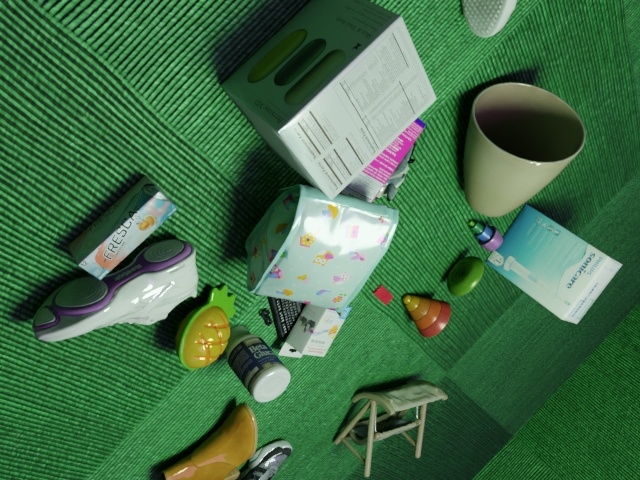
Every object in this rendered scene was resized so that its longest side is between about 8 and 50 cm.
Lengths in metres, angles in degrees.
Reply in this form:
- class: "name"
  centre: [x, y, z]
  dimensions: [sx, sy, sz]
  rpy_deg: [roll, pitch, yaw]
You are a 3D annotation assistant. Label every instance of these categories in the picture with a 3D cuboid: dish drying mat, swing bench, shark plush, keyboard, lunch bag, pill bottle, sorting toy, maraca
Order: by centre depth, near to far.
- class: "lunch bag"
  centre: [0.000, 0.000, 1.255]
  dimensions: [0.224, 0.160, 0.262]
  rpy_deg: [14, 134, -24]
- class: "maraca"
  centre: [-0.232, 0.180, 1.331]
  dimensions: [0.185, 0.099, 0.127]
  rpy_deg: [-62, 151, -23]
- class: "pill bottle"
  centre: [-0.148, 0.264, 1.411]
  dimensions: [0.094, 0.169, 0.094]
  rpy_deg: [-24, 135, -26]
- class: "shark plush"
  centre: [0.161, -0.154, 1.434]
  dimensions: [0.161, 0.073, 0.067]
  rpy_deg: [-45, 110, 4]
- class: "keyboard"
  centre: [-0.088, 0.163, 1.497]
  dimensions: [0.108, 0.023, 0.180]
  rpy_deg: [-29, 136, -20]
- class: "dish drying mat"
  centre: [0.168, 0.145, 1.717]
  dimensions: [0.032, 0.008, 0.083]
  rpy_deg: [-46, 141, 0]
- class: "sorting toy"
  centre: [0.351, 0.091, 1.788]
  dimensions: [0.126, 0.127, 0.365]
  rpy_deg: [35, 94, -20]
- class: "swing bench"
  centre: [0.214, 0.545, 1.971]
  dimensions: [0.253, 0.165, 0.254]
  rpy_deg: [0, 116, -41]

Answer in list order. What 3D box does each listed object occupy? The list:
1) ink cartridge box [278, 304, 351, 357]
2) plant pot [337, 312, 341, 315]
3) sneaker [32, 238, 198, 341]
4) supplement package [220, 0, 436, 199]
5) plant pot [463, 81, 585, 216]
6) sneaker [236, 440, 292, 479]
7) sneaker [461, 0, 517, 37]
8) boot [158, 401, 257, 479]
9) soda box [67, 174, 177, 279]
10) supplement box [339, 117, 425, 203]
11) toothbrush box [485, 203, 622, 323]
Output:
- class: "ink cartridge box"
  centre: [-0.012, 0.218, 1.552]
  dimensions: [0.104, 0.062, 0.181]
  rpy_deg: [22, 99, -55]
- class: "plant pot"
  centre: [0.079, 0.058, 1.462]
  dimensions: [0.236, 0.032, 0.236]
  rpy_deg: [22, 90, -85]
- class: "sneaker"
  centre: [-0.351, 0.117, 1.155]
  dimensions: [0.305, 0.114, 0.152]
  rpy_deg: [-26, 134, -24]
- class: "supplement package"
  centre: [0.017, -0.255, 1.107]
  dimensions: [0.263, 0.199, 0.198]
  rpy_deg: [-44, 140, -3]
- class: "plant pot"
  centre: [0.446, -0.186, 1.534]
  dimensions: [0.257, 0.256, 0.274]
  rpy_deg: [-26, 151, -24]
- class: "sneaker"
  centre: [-0.162, 0.676, 1.748]
  dimensions: [0.269, 0.153, 0.101]
  rpy_deg: [-36, 139, -13]
- class: "sneaker"
  centre: [0.378, -0.571, 1.218]
  dimensions: [0.150, 0.135, 0.365]
  rpy_deg: [-16, 132, -27]
- class: "boot"
  centre: [-0.279, 0.530, 1.567]
  dimensions: [0.211, 0.104, 0.295]
  rpy_deg: [-8, 131, -37]
- class: "soda box"
  centre: [-0.336, -0.022, 1.095]
  dimensions: [0.183, 0.063, 0.058]
  rpy_deg: [-44, 141, -4]
- class: "supplement box"
  centre: [0.089, -0.185, 1.297]
  dimensions: [0.114, 0.111, 0.220]
  rpy_deg: [24, 105, -49]
- class: "toothbrush box"
  centre: [0.670, 0.066, 1.869]
  dimensions: [0.126, 0.295, 0.216]
  rpy_deg: [17, 109, -47]
